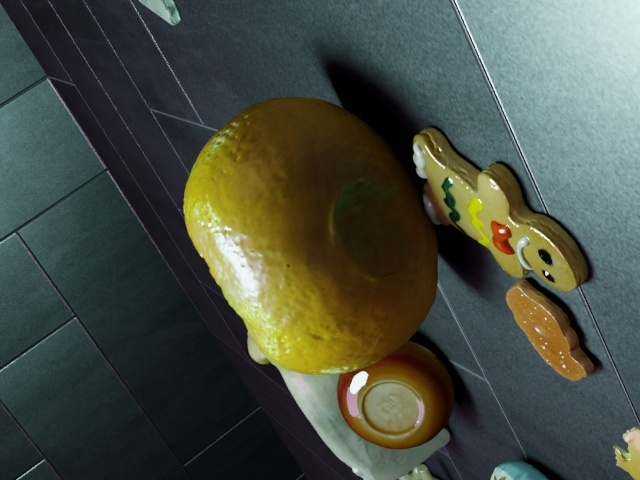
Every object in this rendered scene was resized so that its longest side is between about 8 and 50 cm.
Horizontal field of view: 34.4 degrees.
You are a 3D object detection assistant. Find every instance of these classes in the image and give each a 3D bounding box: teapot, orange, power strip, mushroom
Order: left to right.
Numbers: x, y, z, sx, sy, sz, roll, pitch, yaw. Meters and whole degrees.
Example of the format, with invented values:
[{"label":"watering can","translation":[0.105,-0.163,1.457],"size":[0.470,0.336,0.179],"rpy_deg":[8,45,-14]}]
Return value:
[{"label":"power strip","translation":[-0.262,-0.380,1.615],"size":[0.136,0.019,0.051],"rpy_deg":[40,161,42]},{"label":"orange","translation":[0.002,0.000,1.191],"size":[0.334,0.263,0.196],"rpy_deg":[65,167,-16]},{"label":"mushroom","translation":[0.036,0.256,1.687],"size":[0.407,0.154,0.137],"rpy_deg":[43,-177,-23]},{"label":"teapot","translation":[0.101,0.212,1.581],"size":[0.252,0.178,0.135],"rpy_deg":[44,-161,-6]}]

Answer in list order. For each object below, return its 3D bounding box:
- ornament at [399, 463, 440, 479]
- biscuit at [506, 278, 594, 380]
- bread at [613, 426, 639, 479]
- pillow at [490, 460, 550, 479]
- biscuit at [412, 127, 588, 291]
[{"label":"ornament","translation":[0.238,0.507,1.992],"size":[0.244,0.061,0.230],"rpy_deg":[60,162,-18]},{"label":"biscuit","translation":[0.250,0.097,1.133],"size":[0.130,0.019,0.102],"rpy_deg":[56,165,-9]},{"label":"bread","translation":[0.364,0.235,0.968],"size":[0.173,0.085,0.134],"rpy_deg":[46,164,27]},{"label":"pillow","translation":[0.336,0.408,1.467],"size":[0.233,0.086,0.214],"rpy_deg":[33,165,47]},{"label":"biscuit","translation":[0.177,-0.021,1.067],"size":[0.240,0.035,0.158],"rpy_deg":[40,162,43]}]
